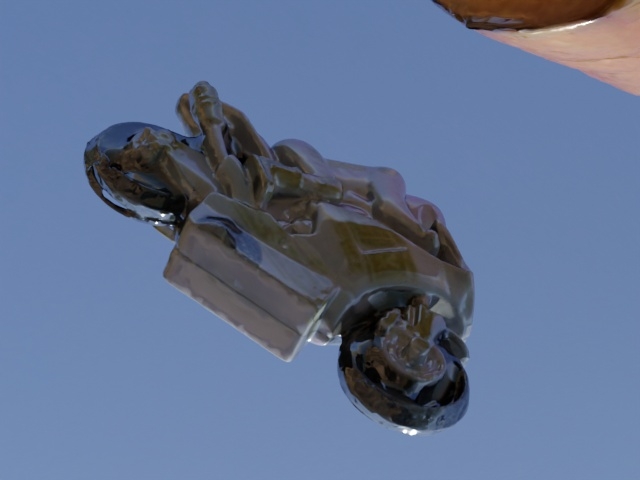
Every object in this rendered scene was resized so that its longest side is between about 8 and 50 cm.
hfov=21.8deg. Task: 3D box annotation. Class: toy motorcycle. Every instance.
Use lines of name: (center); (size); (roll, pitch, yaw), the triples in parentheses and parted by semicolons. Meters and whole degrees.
toy motorcycle: (0.000, 0.000, 0.817); (0.225, 0.152, 0.073); (38, -54, 14)

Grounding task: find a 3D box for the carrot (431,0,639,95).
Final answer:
carrot: (0.150, -0.130, 0.770); (0.159, 0.225, 0.159); (-12, -113, 30)
